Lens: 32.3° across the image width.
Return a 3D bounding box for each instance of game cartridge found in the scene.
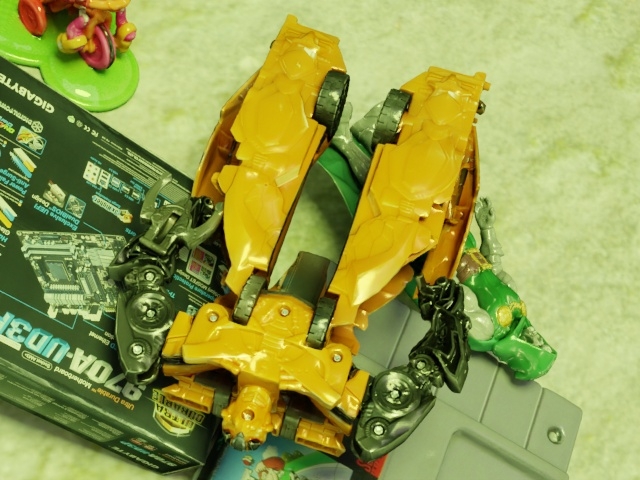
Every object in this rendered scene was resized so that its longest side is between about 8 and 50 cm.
[{"bbox_3d":[0.021,0.201,0.683,0.230,0.068,0.355,33,56,-11],"label":"game cartridge"}]

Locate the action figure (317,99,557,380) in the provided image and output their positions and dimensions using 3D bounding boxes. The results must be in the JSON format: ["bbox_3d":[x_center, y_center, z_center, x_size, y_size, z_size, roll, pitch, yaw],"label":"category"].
[{"bbox_3d":[0.085,0.001,0.780,0.137,0.063,0.232,-15,64,-52],"label":"action figure"}]

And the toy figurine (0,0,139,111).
[{"bbox_3d":[-0.167,-0.195,0.738,0.130,0.159,0.173,-30,80,-33],"label":"toy figurine"}]

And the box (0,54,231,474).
[{"bbox_3d":[-0.144,0.017,0.663,0.220,0.051,0.175,33,53,-30],"label":"box"}]

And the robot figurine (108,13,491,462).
[{"bbox_3d":[0.000,0.000,0.670,0.211,0.085,0.291,18,59,5],"label":"robot figurine"}]
